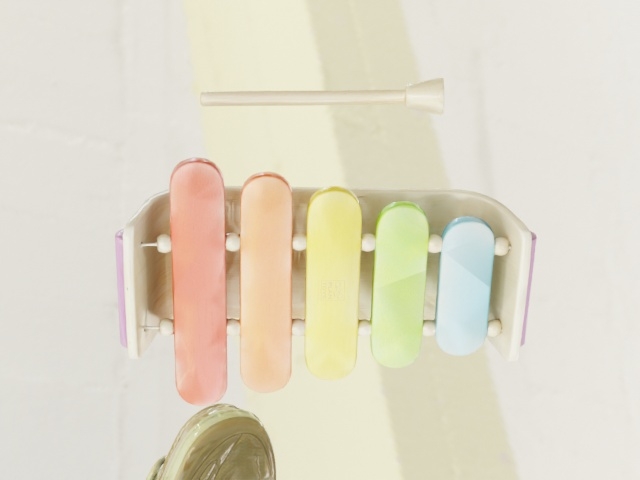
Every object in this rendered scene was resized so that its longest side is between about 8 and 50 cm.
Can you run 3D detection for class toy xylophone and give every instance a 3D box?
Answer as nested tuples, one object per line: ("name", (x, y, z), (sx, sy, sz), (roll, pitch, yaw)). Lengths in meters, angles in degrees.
("toy xylophone", (0.000, 0.000, 1.060), (0.081, 0.323, 0.236), (-96, -1, -65))

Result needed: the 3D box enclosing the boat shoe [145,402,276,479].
("boat shoe", (-0.056, 0.122, 0.603), (0.056, 0.153, 0.048), (-13, -136, -24))
